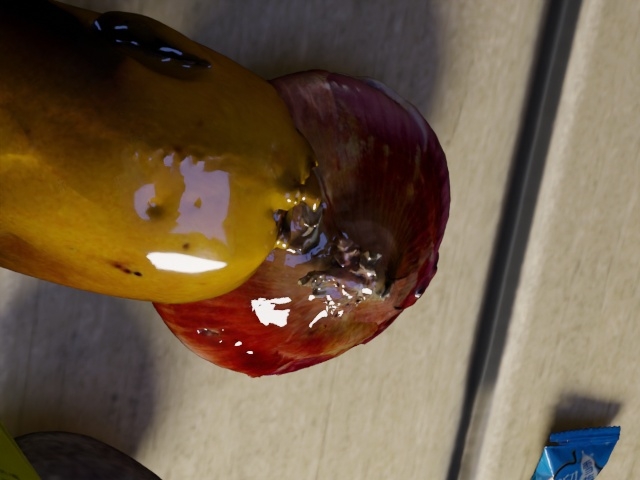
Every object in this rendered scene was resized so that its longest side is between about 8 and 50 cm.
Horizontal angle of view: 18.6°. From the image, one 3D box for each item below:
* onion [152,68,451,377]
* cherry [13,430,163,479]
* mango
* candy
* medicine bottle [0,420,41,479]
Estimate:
[{"bbox_3d":[0.000,0.000,1.327,0.230,0.163,0.230,-17,119,-32],"label":"onion"},{"bbox_3d":[-0.166,0.225,1.330,0.195,0.195,0.195,-13,119,-24],"label":"cherry"},{"bbox_3d":[-0.144,-0.053,1.184,0.201,0.287,0.152,71,36,-68],"label":"mango"},{"bbox_3d":[0.194,0.212,1.625,0.088,0.038,0.136,-3,123,-44],"label":"candy"},{"bbox_3d":[-0.269,0.152,1.196,0.137,0.250,0.141,17,102,-33],"label":"medicine bottle"}]
